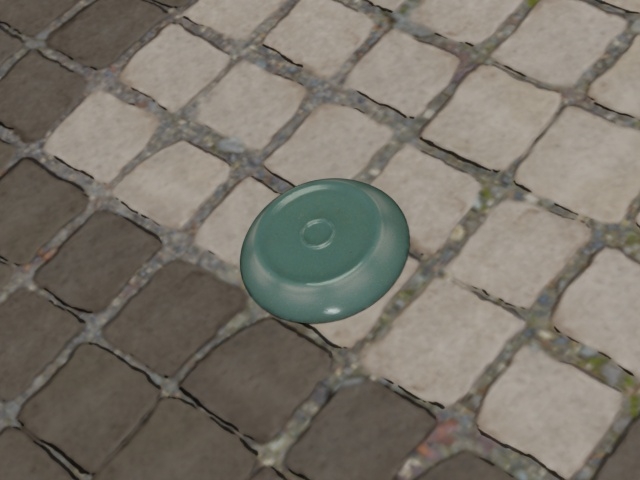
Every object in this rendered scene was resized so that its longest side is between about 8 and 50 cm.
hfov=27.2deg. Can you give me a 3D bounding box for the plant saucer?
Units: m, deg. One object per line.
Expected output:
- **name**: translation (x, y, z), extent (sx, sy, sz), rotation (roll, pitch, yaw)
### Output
- **plant saucer**: translation (0.000, 0.000, 0.896), extent (0.119, 0.021, 0.119), rotation (-7, 54, 10)
